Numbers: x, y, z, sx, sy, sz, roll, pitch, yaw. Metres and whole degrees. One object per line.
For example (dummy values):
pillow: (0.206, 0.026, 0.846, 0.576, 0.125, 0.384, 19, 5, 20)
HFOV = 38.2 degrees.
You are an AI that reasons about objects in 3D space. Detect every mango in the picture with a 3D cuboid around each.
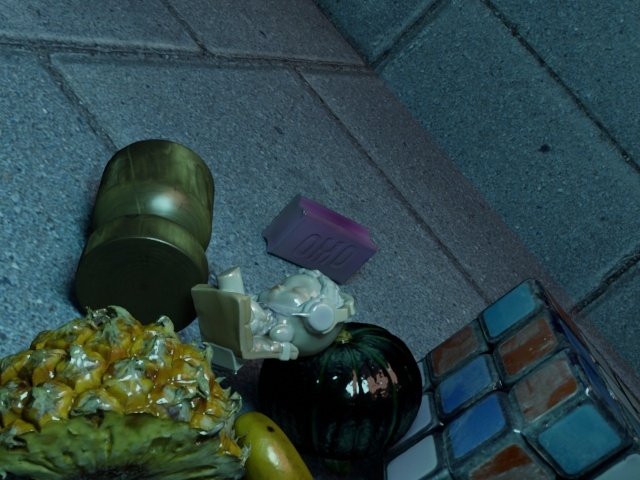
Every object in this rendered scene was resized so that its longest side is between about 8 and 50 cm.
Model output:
mango: (-0.060, 0.311, 1.213, 0.115, 0.090, 0.178, 5, -64, 69)

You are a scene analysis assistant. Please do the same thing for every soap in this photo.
soap: (0.000, 0.000, 1.793, 0.203, 0.122, 0.065, 25, 32, -37)

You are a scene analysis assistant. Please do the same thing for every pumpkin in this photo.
pumpkin: (0.030, 0.250, 1.380, 0.248, 0.248, 0.248, 36, 26, -21)

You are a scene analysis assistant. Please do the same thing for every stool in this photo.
stool: (-0.247, -0.008, 1.345, 0.179, 0.179, 0.264, 34, 27, -24)

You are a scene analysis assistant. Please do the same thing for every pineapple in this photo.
pineapple: (-0.226, 0.141, 1.111, 0.344, 0.209, 0.286, 26, 31, -39)

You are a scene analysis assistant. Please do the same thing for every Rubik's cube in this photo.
Rubik's cube: (0.319, 0.336, 1.420, 0.363, 0.359, 0.362, 45, 17, -18)

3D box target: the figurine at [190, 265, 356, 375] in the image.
figurine: (-0.053, 0.095, 1.263, 0.236, 0.162, 0.141, -7, 98, -39)
